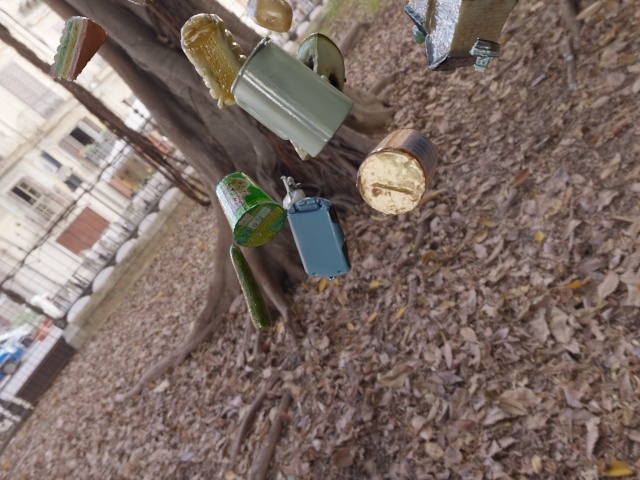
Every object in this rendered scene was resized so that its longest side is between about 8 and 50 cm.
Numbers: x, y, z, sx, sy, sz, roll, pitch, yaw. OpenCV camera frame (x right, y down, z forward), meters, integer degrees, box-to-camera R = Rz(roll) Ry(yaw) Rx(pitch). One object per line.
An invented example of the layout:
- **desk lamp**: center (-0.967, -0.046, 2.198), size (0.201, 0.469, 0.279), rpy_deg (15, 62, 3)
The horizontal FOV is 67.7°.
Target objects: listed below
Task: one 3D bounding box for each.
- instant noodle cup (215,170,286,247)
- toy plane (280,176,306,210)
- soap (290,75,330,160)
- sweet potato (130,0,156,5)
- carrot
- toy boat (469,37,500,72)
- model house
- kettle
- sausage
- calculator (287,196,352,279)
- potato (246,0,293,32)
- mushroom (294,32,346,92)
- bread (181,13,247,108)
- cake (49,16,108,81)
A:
- **instant noodle cup**: center (-0.265, -0.122, 1.716), size (0.207, 0.207, 0.232), rpy_deg (-46, 54, 9)
- **toy plane**: center (-0.128, -0.185, 2.305), size (0.123, 0.266, 0.266), rpy_deg (-16, 30, 11)
- **soap**: center (-0.028, -0.489, 1.932), size (0.091, 0.199, 0.315), rpy_deg (-25, -12, -33)
- **sweet potato**: center (-0.599, -0.780, 1.469), size (0.075, 0.273, 0.075), rpy_deg (-47, -20, -23)
- **carrot**: center (-0.276, 0.179, 1.845), size (0.074, 0.358, 0.074), rpy_deg (-21, -3, -1)
- **toy boat**: center (0.349, -0.392, 1.017), size (0.140, 0.059, 0.066), rpy_deg (-40, -31, -56)
- **model house**: center (0.407, -0.679, 1.478), size (0.284, 0.244, 0.298), rpy_deg (99, 154, -47)
- **kettle**: center (-0.089, -0.422, 1.433), size (0.205, 0.318, 0.265), rpy_deg (-55, 13, 4)
- **sausage**: center (0.272, -0.243, 1.637), size (0.233, 0.233, 0.287), rpy_deg (-37, 9, 31)
- **calculator**: center (0.000, 0.000, 1.509), size (0.173, 0.292, 0.051), rpy_deg (-6, 24, 26)
- **potato**: center (-0.166, -0.757, 1.578), size (0.109, 0.178, 0.118), rpy_deg (-40, -23, -49)
- **mushroom**: center (-0.005, -0.786, 2.266), size (0.212, 0.218, 0.291), rpy_deg (-15, 75, 36)
- **bread**: center (-0.349, -0.623, 1.643), size (0.173, 0.311, 0.121), rpy_deg (-24, 37, 7)
- **cake**: center (-0.783, -0.612, 1.512), size (0.110, 0.090, 0.225), rpy_deg (11, 65, 18)
